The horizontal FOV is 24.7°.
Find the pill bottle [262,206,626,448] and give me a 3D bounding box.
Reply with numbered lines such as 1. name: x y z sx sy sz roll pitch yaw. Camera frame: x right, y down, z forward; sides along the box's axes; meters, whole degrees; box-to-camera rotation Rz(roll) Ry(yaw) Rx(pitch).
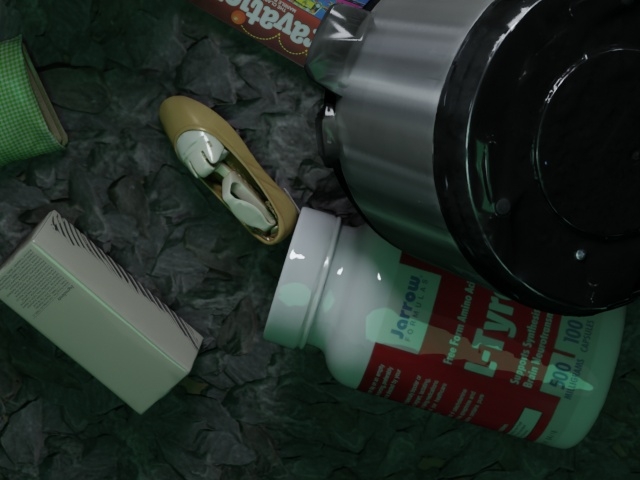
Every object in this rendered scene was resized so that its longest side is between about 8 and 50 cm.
1. pill bottle: 0.147 0.096 1.795 0.408 0.229 0.229 16 119 -1

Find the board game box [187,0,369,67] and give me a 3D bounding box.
1. board game box: -0.021 -0.287 1.737 0.281 0.027 0.145 29 120 -7

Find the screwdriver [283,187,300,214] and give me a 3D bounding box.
1. screwdriver: 0.000 0.000 1.894 0.025 0.024 0.170 -30 105 -9

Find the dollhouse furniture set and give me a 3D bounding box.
1. dollhouse furniture set: -0.470 -0.192 1.789 0.198 0.151 0.301 -15 115 16

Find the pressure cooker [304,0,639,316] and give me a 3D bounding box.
1. pressure cooker: 0.200 -0.131 1.569 0.376 0.420 0.369 -27 109 -16

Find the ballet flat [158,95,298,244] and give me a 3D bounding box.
1. ballet flat: -0.117 -0.086 1.828 0.232 0.073 0.080 44 120 -11

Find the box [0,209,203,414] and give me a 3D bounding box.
1. box: -0.297 0.097 1.949 0.275 0.094 0.113 43 116 -14
